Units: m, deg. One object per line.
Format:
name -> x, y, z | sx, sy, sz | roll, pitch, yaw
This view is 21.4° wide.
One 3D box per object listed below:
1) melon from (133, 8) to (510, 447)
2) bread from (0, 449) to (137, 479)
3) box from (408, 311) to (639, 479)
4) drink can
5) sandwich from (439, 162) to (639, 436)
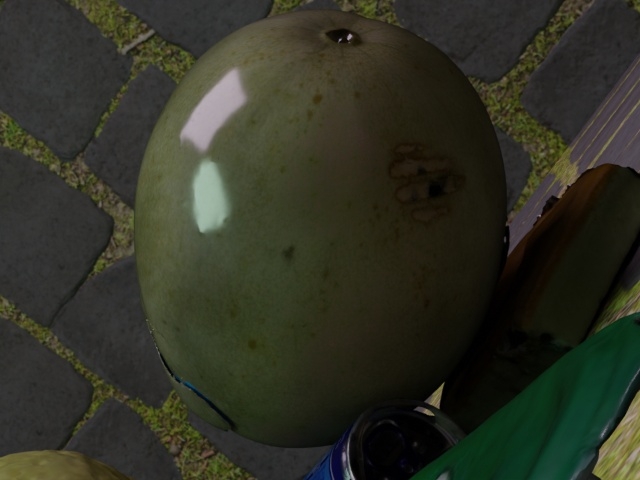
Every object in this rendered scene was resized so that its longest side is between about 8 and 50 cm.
melon -> 0.000, 0.000, 1.194 | 0.268, 0.268, 0.330 | -51, -27, -52
bread -> -0.153, 0.269, 0.902 | 0.320, 0.237, 0.320 | -47, 15, 17
box -> -0.008, 0.192, 0.371 | 0.336, 0.106, 0.264 | -52, -2, -24
drink can -> 0.021, 0.200, 1.186 | 0.097, 0.097, 0.235 | -52, -2, -37
sandwich -> 0.139, 0.072, 1.260 | 0.212, 0.063, 0.245 | -54, -2, -40
